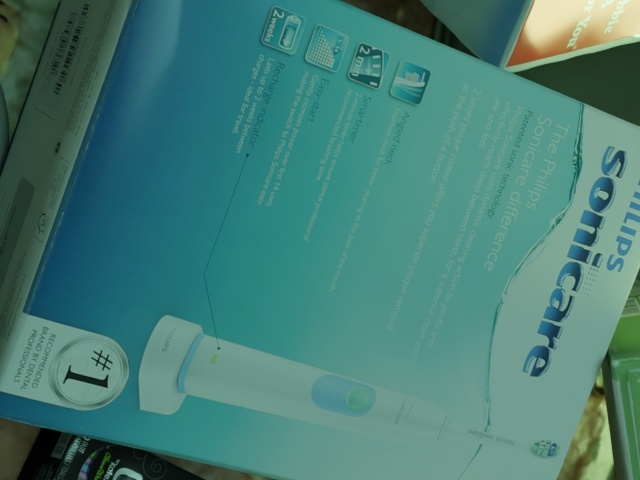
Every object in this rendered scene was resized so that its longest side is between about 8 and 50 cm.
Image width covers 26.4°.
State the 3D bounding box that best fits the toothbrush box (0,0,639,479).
[{"bbox_3d":[0.000,0.000,0.668,0.296,0.126,0.216,17,96,-26],"label":"toothbrush box"}]

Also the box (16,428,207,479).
[{"bbox_3d":[-0.103,0.130,0.672,0.083,0.052,0.062,31,73,-25],"label":"box"}]

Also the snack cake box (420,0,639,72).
[{"bbox_3d":[0.156,-0.219,0.666,0.152,0.264,0.089,-18,54,-33],"label":"snack cake box"}]

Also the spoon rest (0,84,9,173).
[{"bbox_3d":[-0.258,-0.033,0.595,0.276,0.084,0.137,-28,101,-42],"label":"spoon rest"}]

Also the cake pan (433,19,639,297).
[{"bbox_3d":[0.205,-0.093,0.862,0.293,0.054,0.293,2,85,-29],"label":"cake pan"}]

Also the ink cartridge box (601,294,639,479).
[{"bbox_3d":[0.192,0.158,0.759,0.056,0.171,0.235,-8,96,9],"label":"ink cartridge box"}]
